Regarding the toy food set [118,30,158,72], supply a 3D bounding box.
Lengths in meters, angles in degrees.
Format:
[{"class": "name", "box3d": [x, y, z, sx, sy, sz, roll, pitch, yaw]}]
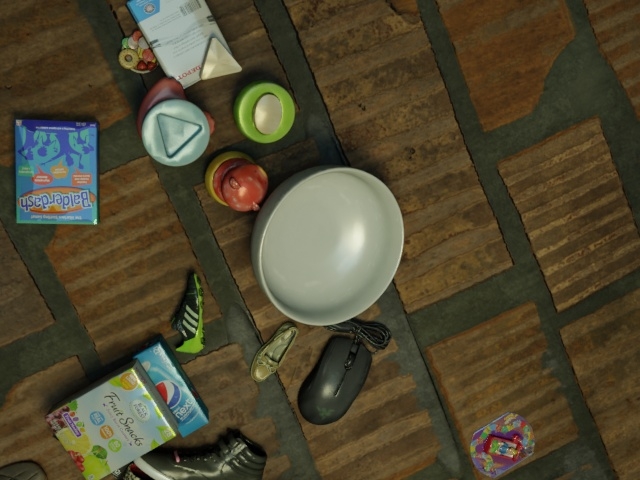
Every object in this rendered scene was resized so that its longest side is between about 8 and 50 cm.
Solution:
[{"class": "toy food set", "box3d": [-0.372, -0.389, 1.405, 0.083, 0.020, 0.083, 17, 93, -11]}]

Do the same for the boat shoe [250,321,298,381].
[{"class": "boat shoe", "box3d": [-0.102, 0.251, 1.514, 0.056, 0.048, 0.153, 40, 88, -12]}]

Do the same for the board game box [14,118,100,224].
[{"class": "board game box", "box3d": [-0.537, -0.139, 1.391, 0.160, 0.047, 0.210, 0, 97, -10]}]

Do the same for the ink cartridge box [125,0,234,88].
[{"class": "ink cartridge box", "box3d": [-0.283, -0.419, 1.367, 0.139, 0.082, 0.191, -31, 114, -9]}]

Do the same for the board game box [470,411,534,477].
[{"class": "board game box", "box3d": [0.449, 0.502, 1.651, 0.168, 0.033, 0.133, -29, 101, -6]}]

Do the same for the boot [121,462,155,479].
[{"class": "boot", "box3d": [-0.363, 0.608, 1.481, 0.236, 0.085, 0.179, 30, 99, -8]}]

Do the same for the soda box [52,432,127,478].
[{"class": "soda box", "box3d": [-0.487, 0.436, 1.464, 0.169, 0.053, 0.060, 38, 88, -13]}]

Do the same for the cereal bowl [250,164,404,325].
[{"class": "cereal bowl", "box3d": [0.000, 0.000, 1.433, 0.338, 0.141, 0.339, -9, 109, -27]}]

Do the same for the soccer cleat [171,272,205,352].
[{"class": "soccer cleat", "box3d": [-0.287, 0.159, 1.466, 0.072, 0.060, 0.179, -1, 100, -9]}]

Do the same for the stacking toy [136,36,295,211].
[{"class": "stacking toy", "box3d": [-0.187, -0.222, 1.353, 0.309, 0.130, 0.279, 35, 95, -30]}]

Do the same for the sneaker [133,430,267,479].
[{"class": "sneaker", "box3d": [-0.251, 0.474, 1.491, 0.295, 0.104, 0.147, 24, 90, -18]}]

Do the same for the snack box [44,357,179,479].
[{"class": "snack box", "box3d": [-0.426, 0.371, 1.398, 0.207, 0.070, 0.175, -30, 101, -2]}]

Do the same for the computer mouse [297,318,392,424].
[{"class": "computer mouse", "box3d": [0.038, 0.299, 1.533, 0.188, 0.072, 0.272, 23, 92, -13]}]

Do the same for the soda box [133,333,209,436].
[{"class": "soda box", "box3d": [-0.322, 0.314, 1.470, 0.067, 0.071, 0.210, -30, 101, -5]}]

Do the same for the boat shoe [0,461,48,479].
[{"class": "boat shoe", "box3d": [-0.707, 0.601, 1.425, 0.324, 0.123, 0.116, -39, 135, -12]}]
